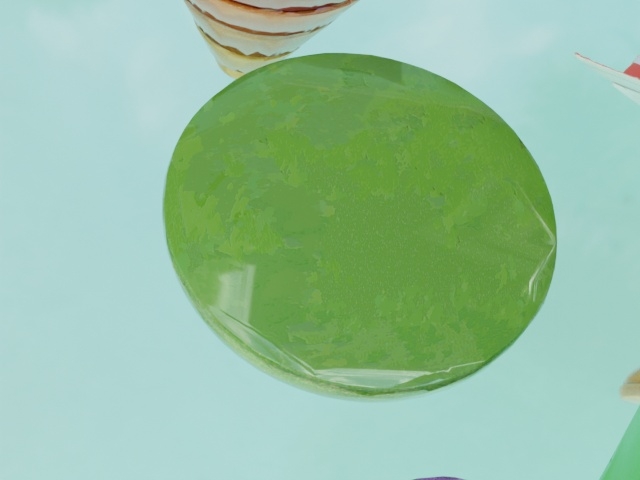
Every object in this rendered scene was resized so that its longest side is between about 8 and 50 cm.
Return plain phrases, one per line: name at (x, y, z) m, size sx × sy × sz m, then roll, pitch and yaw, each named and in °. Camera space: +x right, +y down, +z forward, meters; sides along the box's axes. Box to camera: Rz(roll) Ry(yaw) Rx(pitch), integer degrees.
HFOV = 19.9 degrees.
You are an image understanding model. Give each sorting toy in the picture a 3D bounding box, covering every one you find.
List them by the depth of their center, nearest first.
sorting toy at (0.000, 0.000, 0.635) m, size 0.127 × 0.126 × 0.366 m, roll -4°, pitch 59°, yaw -13°

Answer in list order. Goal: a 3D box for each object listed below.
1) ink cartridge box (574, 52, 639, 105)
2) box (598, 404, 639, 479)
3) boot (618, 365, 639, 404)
ink cartridge box at (0.236, -0.059, 0.876) m, size 0.056 × 0.181 × 0.224 m, roll -66°, pitch 157°, yaw 3°
box at (0.222, 0.090, 0.548) m, size 0.231 × 0.127 × 0.262 m, roll 12°, pitch 121°, yaw -15°
boot at (0.308, 0.015, 1.275) m, size 0.295 × 0.104 × 0.211 m, roll 2°, pitch 93°, yaw -49°
